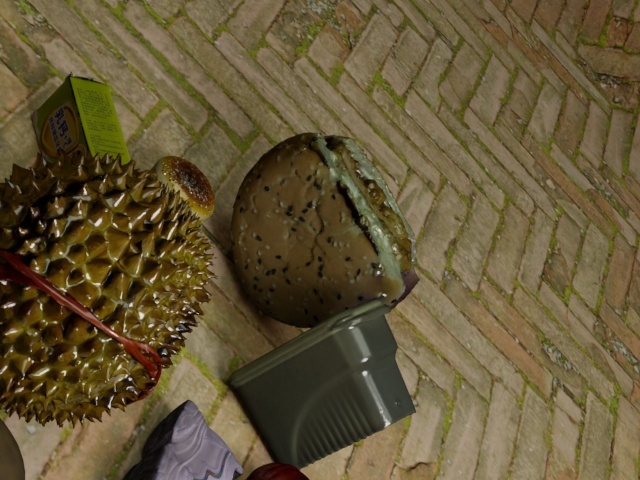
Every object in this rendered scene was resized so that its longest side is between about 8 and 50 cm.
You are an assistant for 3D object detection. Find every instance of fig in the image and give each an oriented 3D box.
[{"bbox_3d":[-0.069,0.368,1.779,0.150,0.128,0.128,22,43,-41],"label":"fig"}]

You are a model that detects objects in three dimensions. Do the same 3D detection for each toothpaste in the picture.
[{"bbox_3d":[-0.336,-0.083,1.898,0.077,0.110,0.327,8,52,-45],"label":"toothpaste"}]

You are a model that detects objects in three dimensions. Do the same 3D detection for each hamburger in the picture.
[{"bbox_3d":[-0.226,-0.076,2.050,0.126,0.081,0.141,55,32,5],"label":"hamburger"},{"bbox_3d":[0.000,0.000,2.079,0.318,0.277,0.195,58,29,10],"label":"hamburger"}]

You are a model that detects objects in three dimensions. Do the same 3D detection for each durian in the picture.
[{"bbox_3d":[-0.309,0.060,1.605,0.348,0.348,0.384,41,33,-17],"label":"durian"}]

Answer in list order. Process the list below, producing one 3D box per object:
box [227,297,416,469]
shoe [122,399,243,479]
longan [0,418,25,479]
[{"bbox_3d":[0.014,0.219,1.898,0.138,0.274,0.178,-19,80,-54],"label":"box"},{"bbox_3d":[-0.181,0.328,1.709,0.138,0.095,0.245,42,28,-10],"label":"shoe"},{"bbox_3d":[-0.448,0.264,1.308,0.300,0.243,0.300,14,56,-21],"label":"longan"}]
